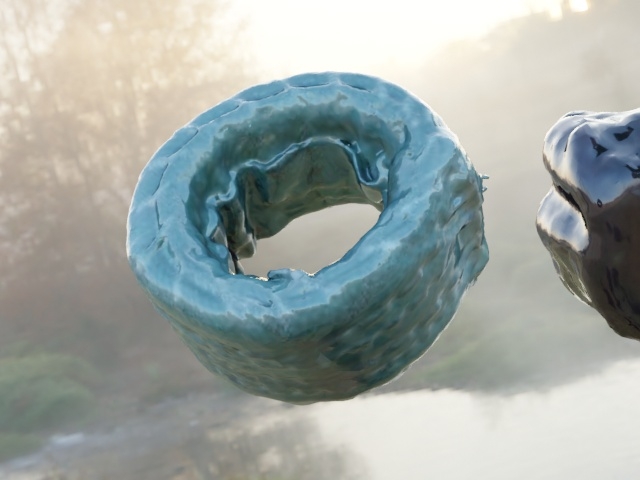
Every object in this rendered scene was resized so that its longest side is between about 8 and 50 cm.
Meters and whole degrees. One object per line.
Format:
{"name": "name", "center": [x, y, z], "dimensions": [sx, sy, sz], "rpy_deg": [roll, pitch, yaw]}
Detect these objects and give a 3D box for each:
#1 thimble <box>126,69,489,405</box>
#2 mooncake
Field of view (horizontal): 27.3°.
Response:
{"name": "thimble", "center": [0.000, 0.000, 0.873], "dimensions": [0.235, 0.198, 0.143], "rpy_deg": [-15, -34, 6]}
{"name": "mooncake", "center": [0.425, -0.041, 1.416], "dimensions": [0.381, 0.350, 0.212], "rpy_deg": [-17, 18, -8]}
